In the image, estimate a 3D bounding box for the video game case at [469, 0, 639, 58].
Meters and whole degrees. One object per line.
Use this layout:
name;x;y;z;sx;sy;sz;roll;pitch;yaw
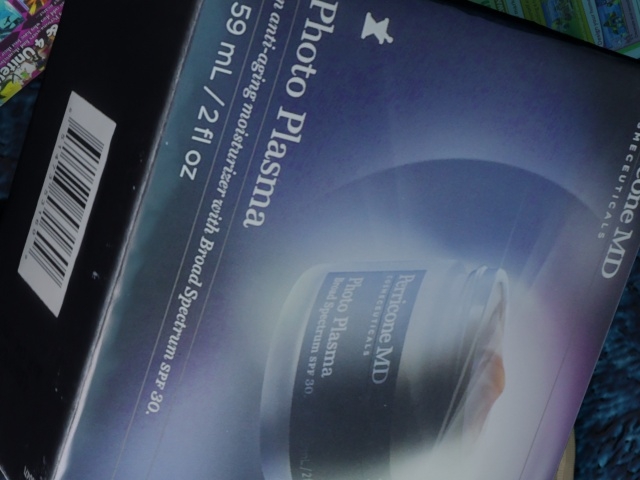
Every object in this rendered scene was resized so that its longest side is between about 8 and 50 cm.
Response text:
video game case;0.157;-0.205;0.968;0.193;0.023;0.212;-22;113;-7

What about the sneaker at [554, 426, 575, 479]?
sneaker;0.126;0.145;1.053;0.071;0.066;0.188;-10;109;-10

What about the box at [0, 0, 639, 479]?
box;0.000;0.000;0.855;0.294;0.183;0.296;12;102;-30

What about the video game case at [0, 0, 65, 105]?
video game case;-0.195;-0.157;0.827;0.232;0.042;0.210;-40;146;1
